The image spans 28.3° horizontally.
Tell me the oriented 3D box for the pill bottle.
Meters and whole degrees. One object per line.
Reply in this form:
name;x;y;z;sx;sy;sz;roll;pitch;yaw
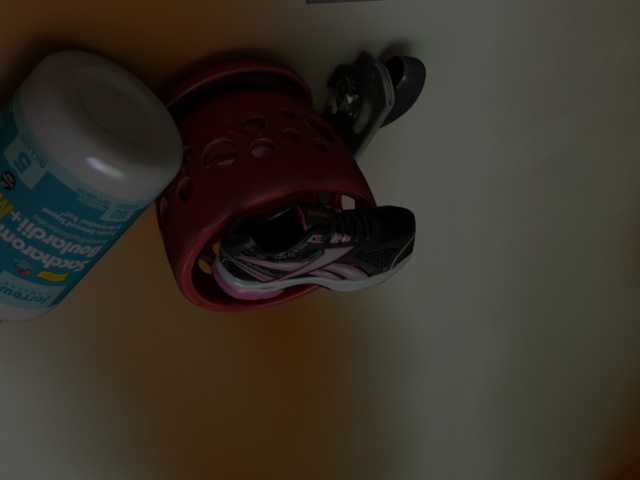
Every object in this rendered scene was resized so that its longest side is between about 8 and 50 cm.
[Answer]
pill bottle;-0.248;-0.028;1.096;0.146;0.146;0.264;13;132;-45

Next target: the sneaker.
sneaker;0.000;0.000;1.050;0.178;0.072;0.077;-15;147;-17

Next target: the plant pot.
plant pot;-0.065;-0.053;1.159;0.191;0.174;0.191;-18;147;-12

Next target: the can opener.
can opener;0.019;-0.075;1.281;0.095;0.076;0.283;-2;143;-31

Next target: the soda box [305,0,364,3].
soda box;0.112;-0.265;1.048;0.286;0.091;0.098;-8;145;-26
